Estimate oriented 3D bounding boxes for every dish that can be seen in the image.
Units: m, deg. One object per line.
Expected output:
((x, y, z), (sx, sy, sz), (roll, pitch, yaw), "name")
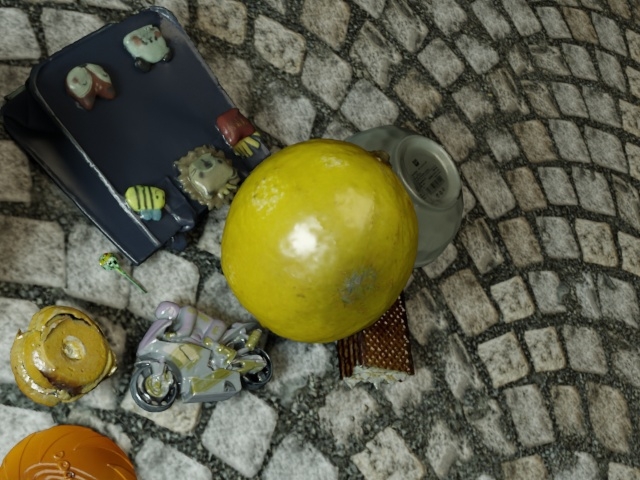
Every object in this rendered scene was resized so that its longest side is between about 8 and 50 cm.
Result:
((0.159, -0.098, 1.673), (0.303, 0.120, 0.302), (17, 57, -29), "dish")

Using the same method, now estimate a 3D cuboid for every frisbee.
((-0.300, 0.314, 1.144), (0.192, 0.035, 0.192), (18, 57, -29), "frisbee")

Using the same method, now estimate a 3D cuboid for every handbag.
((-0.251, -0.158, 1.394), (0.329, 0.122, 0.303), (50, 46, -6), "handbag")

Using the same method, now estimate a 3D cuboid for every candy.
((-0.275, 0.048, 1.325), (0.023, 0.025, 0.083), (-44, 108, -1), "candy")

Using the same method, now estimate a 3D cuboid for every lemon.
((-0.001, 0.000, 1.374), (0.297, 0.297, 0.297), (18, 56, -29), "lemon")

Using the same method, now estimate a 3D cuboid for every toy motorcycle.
((-0.173, 0.150, 1.309), (0.225, 0.073, 0.152), (-7, 68, -39), "toy motorcycle")

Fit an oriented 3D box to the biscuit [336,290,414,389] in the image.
((0.078, 0.115, 1.523), (0.106, 0.070, 0.252), (12, 59, -31), "biscuit")

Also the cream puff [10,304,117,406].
((-0.322, 0.143, 1.177), (0.133, 0.104, 0.119), (1, 69, -55), "cream puff")
